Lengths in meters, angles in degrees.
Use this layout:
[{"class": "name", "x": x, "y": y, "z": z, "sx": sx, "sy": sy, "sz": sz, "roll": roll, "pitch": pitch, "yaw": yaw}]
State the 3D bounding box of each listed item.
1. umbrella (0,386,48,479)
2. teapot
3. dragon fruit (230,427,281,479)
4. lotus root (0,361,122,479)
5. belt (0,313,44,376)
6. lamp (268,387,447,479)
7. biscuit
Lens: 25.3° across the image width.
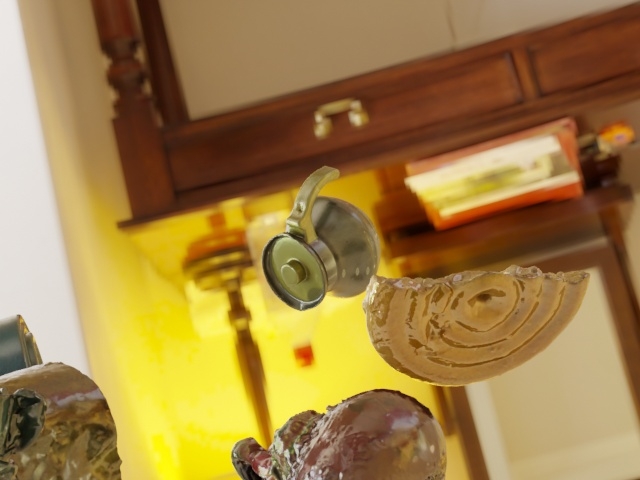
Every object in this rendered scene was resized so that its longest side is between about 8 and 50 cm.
[{"class": "umbrella", "x": -0.326, "y": 0.303, "z": 1.343, "sx": 0.143, "sy": 0.349, "sz": 0.094, "roll": 0, "pitch": 171, "yaw": -12}, {"class": "teapot", "x": 0.000, "y": 0.000, "z": 1.649, "sx": 0.130, "sy": 0.165, "sz": 0.119, "roll": 16, "pitch": -146, "yaw": 36}, {"class": "dragon fruit", "x": 0.024, "y": 0.276, "z": 1.466, "sx": 0.218, "sy": 0.198, "sz": 0.273, "roll": -54, "pitch": -164, "yaw": 0}, {"class": "lotus root", "x": -0.358, "y": 0.295, "z": 1.609, "sx": 0.149, "sy": 0.267, "sz": 0.260, "roll": 5, "pitch": -169, "yaw": 39}, {"class": "belt", "x": -0.442, "y": 0.331, "z": 2.103, "sx": 0.173, "sy": 0.436, "sz": 0.300, "roll": -15, "pitch": 169, "yaw": -5}, {"class": "lamp", "x": 0.026, "y": 0.189, "z": 1.171, "sx": 0.157, "sy": 0.135, "sz": 0.156, "roll": -59, "pitch": 163, "yaw": 21}, {"class": "biscuit", "x": 0.141, "y": 0.083, "z": 1.343, "sx": 0.224, "sy": 0.033, "sz": 0.144, "roll": 1, "pitch": 125, "yaw": -21}]
